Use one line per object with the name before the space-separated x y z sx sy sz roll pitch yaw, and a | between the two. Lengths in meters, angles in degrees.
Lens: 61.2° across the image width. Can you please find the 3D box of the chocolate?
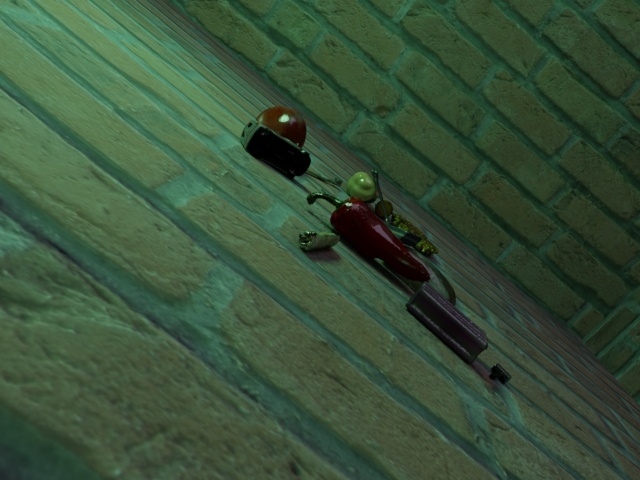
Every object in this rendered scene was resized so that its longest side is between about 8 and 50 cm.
chocolate | 0.294 0.096 1.538 0.254 0.080 0.157 41 14 4

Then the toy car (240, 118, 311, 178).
toy car | -0.127 -0.263 1.551 0.210 0.089 0.108 26 14 -34

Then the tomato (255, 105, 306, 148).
tomato | -0.118 -0.338 1.680 0.167 0.167 0.167 37 15 -11

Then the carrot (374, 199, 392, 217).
carrot | 0.262 -0.125 2.169 0.072 0.072 0.205 42 9 7

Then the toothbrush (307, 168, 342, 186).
toothbrush | -0.010 -0.228 1.870 0.294 0.028 0.026 11 30 -53

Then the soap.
soap | 0.304 0.193 1.299 0.203 0.065 0.122 42 14 8

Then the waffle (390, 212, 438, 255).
waffle | 0.373 -0.021 2.151 0.228 0.051 0.231 48 16 30

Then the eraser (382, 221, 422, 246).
eraser | 0.188 -0.031 1.588 0.082 0.036 0.225 20 4 -46

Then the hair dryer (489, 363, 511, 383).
hair dryer | 0.426 0.324 1.308 0.083 0.026 0.047 9 31 -50

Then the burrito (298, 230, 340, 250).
burrito | 0.000 0.000 1.178 0.045 0.041 0.185 0 0 23

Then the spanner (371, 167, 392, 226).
spanner | 0.224 -0.149 1.977 0.054 0.015 0.254 12 62 -64

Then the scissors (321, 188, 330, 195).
scissors | 0.104 -0.088 1.748 0.248 0.017 0.144 32 16 -23

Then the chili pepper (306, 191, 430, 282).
chili pepper | 0.133 -0.012 1.409 0.387 0.110 0.110 41 14 -6

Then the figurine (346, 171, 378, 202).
figurine | 0.174 -0.190 2.068 0.114 0.108 0.196 64 15 19
